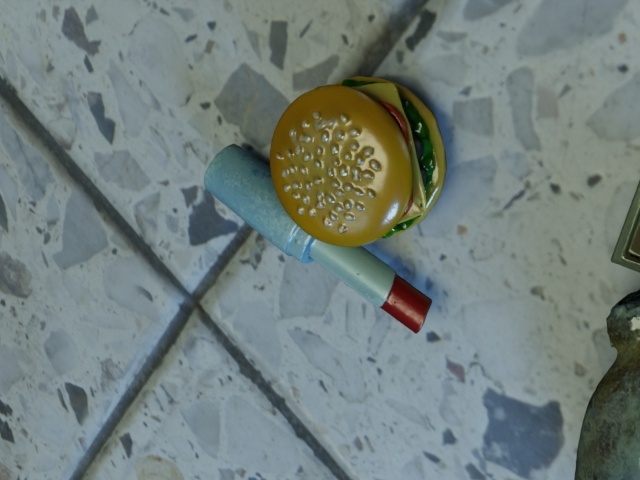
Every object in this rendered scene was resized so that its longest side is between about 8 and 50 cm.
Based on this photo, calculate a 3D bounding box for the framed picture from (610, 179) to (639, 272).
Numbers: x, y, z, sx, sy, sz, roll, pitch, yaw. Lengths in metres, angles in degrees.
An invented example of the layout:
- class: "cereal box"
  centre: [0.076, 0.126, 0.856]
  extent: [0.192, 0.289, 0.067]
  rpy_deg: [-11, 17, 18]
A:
- class: "framed picture"
  centre: [0.364, -0.018, 0.669]
  extent: [0.250, 0.016, 0.184]
  rpy_deg: [23, 118, 26]

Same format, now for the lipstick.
- class: "lipstick"
  centre: [0.000, 0.000, 0.893]
  extent: [0.274, 0.068, 0.061]
  rpy_deg: [36, 117, 20]

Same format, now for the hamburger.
- class: "hamburger"
  centre: [0.034, -0.071, 0.814]
  extent: [0.162, 0.115, 0.162]
  rpy_deg: [11, 112, 30]

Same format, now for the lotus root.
- class: "lotus root"
  centre: [0.288, 0.210, 0.714]
  extent: [0.175, 0.175, 0.349]
  rpy_deg: [-2, 103, 35]
